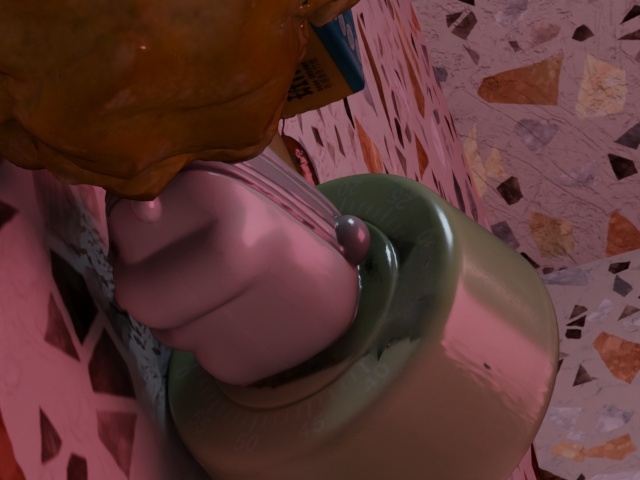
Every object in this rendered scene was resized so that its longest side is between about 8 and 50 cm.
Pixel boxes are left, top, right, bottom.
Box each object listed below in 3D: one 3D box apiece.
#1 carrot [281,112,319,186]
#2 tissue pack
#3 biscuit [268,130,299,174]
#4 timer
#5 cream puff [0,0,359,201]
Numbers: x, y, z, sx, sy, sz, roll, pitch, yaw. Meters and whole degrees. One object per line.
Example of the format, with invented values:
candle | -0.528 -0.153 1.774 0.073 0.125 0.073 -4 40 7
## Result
carrot | 0.000 0.000 1.647 0.078 0.078 0.298 -56 126 -75
tissue pack | -0.057 -0.268 1.570 0.271 0.134 0.192 50 27 -63
biscuit | -0.073 -0.060 1.402 0.237 0.062 0.290 -87 157 -55
timer | -0.031 0.036 1.059 0.315 0.291 0.291 44 29 -37
cream puff | -0.129 -0.140 0.858 0.257 0.291 0.324 104 -29 -45
